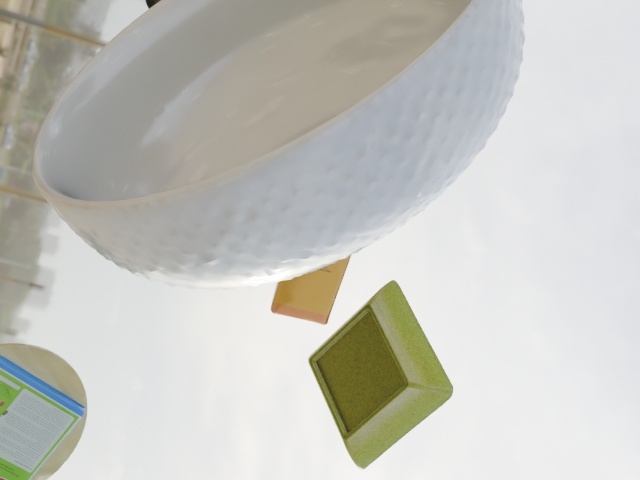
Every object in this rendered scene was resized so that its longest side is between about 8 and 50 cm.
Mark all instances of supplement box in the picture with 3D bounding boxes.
[{"bbox_3d":[0.000,0.000,1.235,0.233,0.078,0.080,109,-6,-48],"label":"supplement box"}]

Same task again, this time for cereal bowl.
[{"bbox_3d":[-0.016,-0.086,0.700,0.339,0.141,0.339,-20,-145,15],"label":"cereal bowl"}]

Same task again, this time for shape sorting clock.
[{"bbox_3d":[-0.361,0.206,1.140,0.040,0.206,0.206,30,-75,49],"label":"shape sorting clock"}]

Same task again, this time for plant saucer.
[{"bbox_3d":[0.062,0.175,1.349,0.188,0.045,0.188,-46,-127,27],"label":"plant saucer"}]

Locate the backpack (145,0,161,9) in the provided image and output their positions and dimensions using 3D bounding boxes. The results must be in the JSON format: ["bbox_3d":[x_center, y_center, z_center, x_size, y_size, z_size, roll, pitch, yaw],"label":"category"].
[{"bbox_3d":[-0.127,-0.420,1.162,0.263,0.213,0.276,44,-42,30],"label":"backpack"}]
